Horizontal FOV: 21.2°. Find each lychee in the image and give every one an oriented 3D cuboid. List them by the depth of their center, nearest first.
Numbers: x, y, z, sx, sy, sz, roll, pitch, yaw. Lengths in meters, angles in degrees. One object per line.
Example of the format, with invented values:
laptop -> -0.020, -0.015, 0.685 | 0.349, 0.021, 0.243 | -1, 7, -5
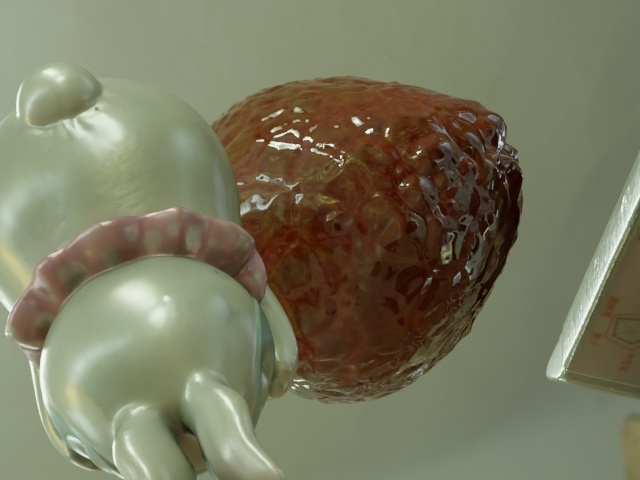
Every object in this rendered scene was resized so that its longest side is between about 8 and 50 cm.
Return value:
lychee -> 0.000, 0.000, 1.217 | 0.300, 0.255, 0.255 | -16, -40, -1

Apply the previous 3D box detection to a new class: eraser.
eraser -> 0.259, 0.015, 1.311 | 0.089, 0.061, 0.352 | 13, -47, -4

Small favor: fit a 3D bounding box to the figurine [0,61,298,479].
figurine -> -0.072, 0.050, 0.737 | 0.127, 0.235, 0.155 | -13, -38, -15
